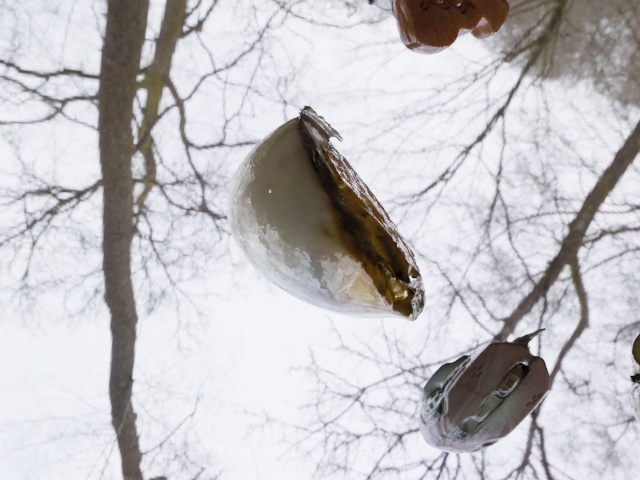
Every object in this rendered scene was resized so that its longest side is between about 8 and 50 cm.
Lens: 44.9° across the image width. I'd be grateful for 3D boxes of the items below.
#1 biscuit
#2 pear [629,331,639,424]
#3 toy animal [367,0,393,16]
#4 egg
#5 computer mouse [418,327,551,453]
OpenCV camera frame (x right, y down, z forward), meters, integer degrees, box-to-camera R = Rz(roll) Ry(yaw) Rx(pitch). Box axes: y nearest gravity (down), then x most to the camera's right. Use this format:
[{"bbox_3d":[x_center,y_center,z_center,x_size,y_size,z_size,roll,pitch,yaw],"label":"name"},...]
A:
[{"bbox_3d":[0.109,-0.360,0.903,0.306,0.043,0.284,41,-126,-16],"label":"biscuit"},{"bbox_3d":[0.345,0.136,0.685,0.141,0.104,0.141,-12,-145,9],"label":"pear"},{"bbox_3d":[0.222,-0.504,1.520,0.165,0.187,0.235,-24,-130,-38],"label":"toy animal"},{"bbox_3d":[0.000,-0.001,0.946,0.286,0.174,0.264,54,-167,4],"label":"egg"},{"bbox_3d":[0.341,0.325,1.591,0.199,0.389,0.115,35,-150,-5],"label":"computer mouse"}]
